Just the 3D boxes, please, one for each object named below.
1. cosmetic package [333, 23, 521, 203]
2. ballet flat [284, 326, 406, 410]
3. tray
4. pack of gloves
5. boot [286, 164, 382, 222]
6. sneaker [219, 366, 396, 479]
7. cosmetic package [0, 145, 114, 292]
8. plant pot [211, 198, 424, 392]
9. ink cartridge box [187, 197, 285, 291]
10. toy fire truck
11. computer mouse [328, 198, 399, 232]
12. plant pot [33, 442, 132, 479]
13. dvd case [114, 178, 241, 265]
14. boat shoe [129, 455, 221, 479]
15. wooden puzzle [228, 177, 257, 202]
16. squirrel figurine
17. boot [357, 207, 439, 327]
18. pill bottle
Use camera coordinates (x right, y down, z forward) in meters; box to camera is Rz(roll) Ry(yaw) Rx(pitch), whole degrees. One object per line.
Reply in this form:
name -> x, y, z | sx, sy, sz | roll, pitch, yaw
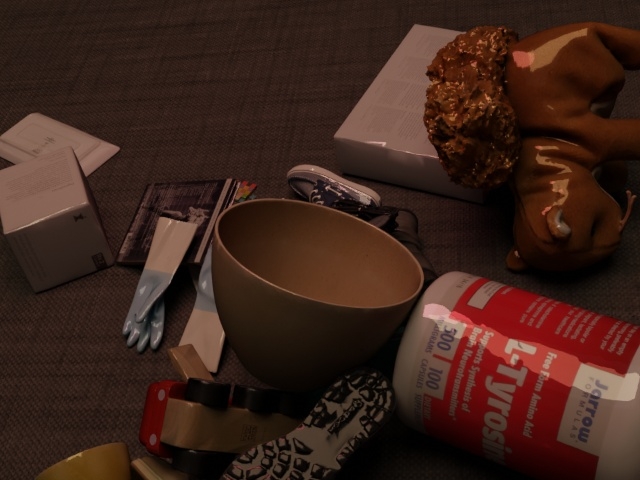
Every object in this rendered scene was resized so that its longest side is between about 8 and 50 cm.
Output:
cosmetic package -> 0.236, -0.248, 1.811 | 0.284, 0.097, 0.377 | 14, 50, 26
ballet flat -> 0.057, 0.174, 1.437 | 0.247, 0.083, 0.087 | -20, 30, -10
tray -> -0.552, -0.195, 1.979 | 0.270, 0.030, 0.145 | 24, 55, 31
pack of gloves -> -0.224, 0.078, 1.548 | 0.195, 0.046, 0.232 | 9, 76, 28
boot -> 0.007, -0.071, 1.699 | 0.190, 0.069, 0.086 | 19, 49, 26
sneaker -> -0.015, 0.291, 1.243 | 0.283, 0.124, 0.107 | -36, 68, -18
cosmetic package -> -0.473, -0.039, 1.716 | 0.151, 0.151, 0.183 | -21, 43, -8
plant pot -> -0.023, 0.092, 1.315 | 0.284, 0.191, 0.284 | 13, 26, -7
ink cartridge box -> -0.131, 0.015, 1.644 | 0.198, 0.067, 0.115 | -21, 43, -8
toy fire truck -> -0.166, 0.228, 1.349 | 0.246, 0.217, 0.158 | 2, 80, 46
computer mouse -> 0.000, 0.000, 1.513 | 0.262, 0.060, 0.184 | -21, 20, -35
plant pot -> -0.311, 0.349, 1.318 | 0.134, 0.134, 0.095 | -22, 69, -10
dvd case -> -0.249, -0.031, 1.678 | 0.221, 0.018, 0.164 | -1, 59, 37
boat shoe -> -0.123, 0.365, 1.266 | 0.302, 0.109, 0.098 | 28, 52, 27
wooden puzzle -> -0.152, -0.093, 1.803 | 0.083, 0.006, 0.049 | 18, 51, 28
squirrel figurine -> 0.328, -0.142, 1.537 | 0.397, 0.281, 0.370 | 14, 73, -14
boot -> 0.017, 0.065, 1.551 | 0.338, 0.118, 0.222 | -11, 36, -7
pill bottle -> 0.317, 0.199, 1.243 | 0.408, 0.229, 0.229 | 17, 51, 27
